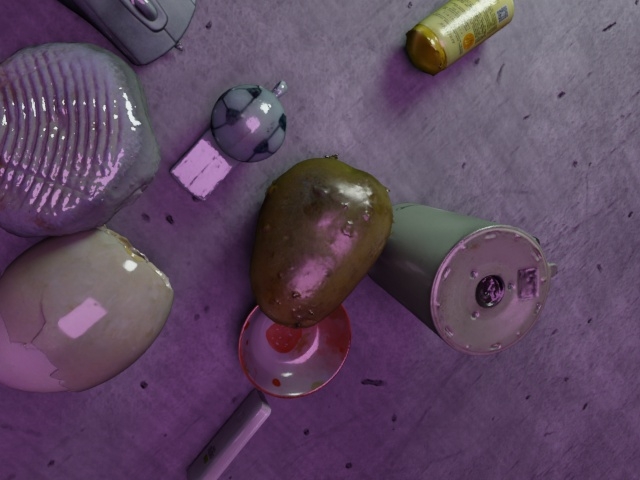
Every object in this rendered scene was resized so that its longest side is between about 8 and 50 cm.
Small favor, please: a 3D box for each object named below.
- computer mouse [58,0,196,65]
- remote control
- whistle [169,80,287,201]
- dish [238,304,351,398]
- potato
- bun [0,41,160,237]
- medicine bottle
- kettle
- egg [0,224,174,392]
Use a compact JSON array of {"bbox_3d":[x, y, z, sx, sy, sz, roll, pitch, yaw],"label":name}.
[{"bbox_3d":[-0.382,-0.474,1.054,0.371,0.122,0.188,42,87,-26],"label":"computer mouse"},{"bbox_3d":[-0.207,0.450,1.333,0.034,0.103,0.250,41,86,-20],"label":"remote control"},{"bbox_3d":[-0.163,-0.202,1.170,0.163,0.163,0.290,42,86,-23],"label":"whistle"},{"bbox_3d":[-0.065,0.217,1.340,0.260,0.085,0.260,-4,102,-20],"label":"dish"},{"bbox_3d":[-0.019,-0.004,1.205,0.269,0.219,0.359,31,73,11],"label":"potato"},{"bbox_3d":[-0.452,-0.168,1.041,0.354,0.194,0.355,0,81,1],"label":"bun"},{"bbox_3d":[0.296,-0.460,1.296,0.238,0.124,0.124,-37,112,-7],"label":"medicine bottle"},{"bbox_3d":[0.305,0.042,1.272,0.361,0.376,0.250,-15,107,-16],"label":"kettle"},{"bbox_3d":[-0.447,0.134,1.076,0.336,0.278,0.278,-42,112,-13],"label":"egg"}]
